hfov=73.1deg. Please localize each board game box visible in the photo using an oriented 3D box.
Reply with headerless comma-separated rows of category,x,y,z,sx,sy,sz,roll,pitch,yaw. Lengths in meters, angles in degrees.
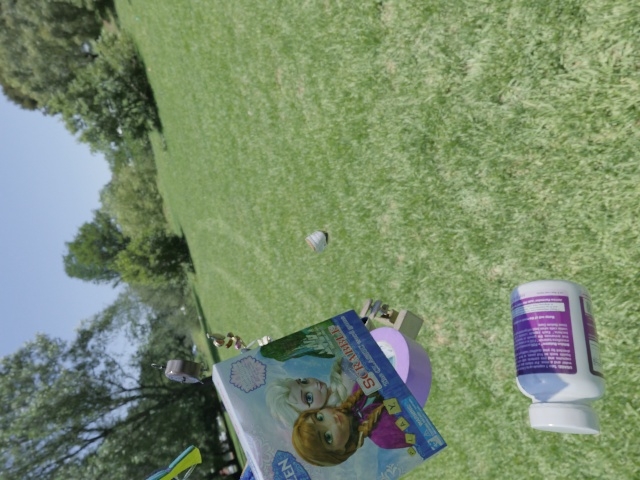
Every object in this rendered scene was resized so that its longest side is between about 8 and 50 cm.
board game box,0.009,0.313,0.794,0.318,0.318,0.065,54,147,32

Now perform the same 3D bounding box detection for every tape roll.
tape roll,0.170,0.381,1.181,0.275,0.090,0.274,-43,27,29

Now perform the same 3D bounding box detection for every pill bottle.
pill bottle,0.511,0.251,0.939,0.169,0.169,0.301,114,166,-63

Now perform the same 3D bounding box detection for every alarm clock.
alarm clock,-0.503,0.464,1.536,0.129,0.192,0.064,122,161,-56

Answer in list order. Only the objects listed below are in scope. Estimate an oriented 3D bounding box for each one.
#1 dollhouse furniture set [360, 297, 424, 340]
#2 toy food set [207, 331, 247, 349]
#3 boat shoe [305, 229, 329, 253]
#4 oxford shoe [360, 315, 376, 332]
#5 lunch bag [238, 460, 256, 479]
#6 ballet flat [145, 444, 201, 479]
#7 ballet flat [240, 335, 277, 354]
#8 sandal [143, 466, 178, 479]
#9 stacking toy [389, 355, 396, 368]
dollhouse furniture set,0.302,0.376,1.847,0.212,0.161,0.242,33,165,-19
toy food set,-0.278,0.306,1.320,0.078,0.122,0.019,41,107,39
boat shoe,0.000,0.000,1.941,0.098,0.096,0.277,53,-178,0
oxford shoe,0.005,0.364,1.453,0.140,0.397,0.146,-127,17,-66
lunch bag,-0.053,0.653,1.271,0.138,0.293,0.221,-56,7,47
ballet flat,-0.503,0.793,1.453,0.077,0.231,0.077,-31,88,51
ballet flat,-0.165,0.321,1.284,0.074,0.203,0.074,2,93,33
sandal,-0.751,1.074,1.676,0.168,0.446,0.107,37,154,31
stacking toy,0.190,0.533,1.676,0.130,0.279,0.309,51,160,-9
